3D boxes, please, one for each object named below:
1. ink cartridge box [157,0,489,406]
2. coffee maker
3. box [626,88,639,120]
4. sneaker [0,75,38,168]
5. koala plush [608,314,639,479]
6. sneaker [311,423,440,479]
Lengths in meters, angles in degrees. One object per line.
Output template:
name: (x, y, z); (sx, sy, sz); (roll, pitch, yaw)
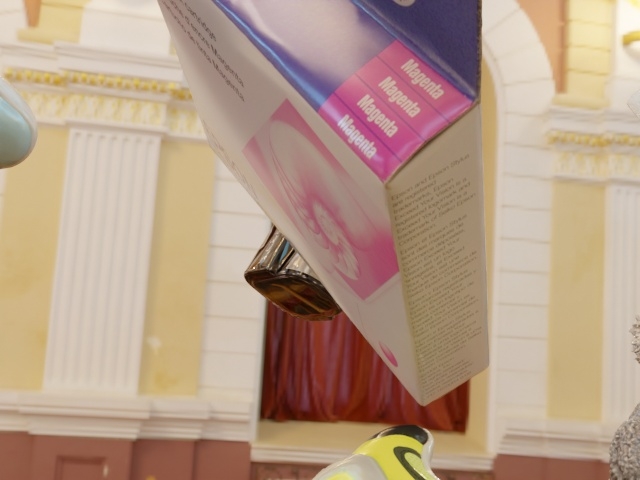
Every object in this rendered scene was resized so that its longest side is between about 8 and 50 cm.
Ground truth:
ink cartridge box: (-0.018, -0.095, 0.551); (0.071, 0.324, 0.330); (-31, -37, -11)
coffee maker: (0.000, 0.000, 1.005); (0.120, 0.178, 0.171); (30, -23, -4)
box: (0.445, -0.138, 0.875); (0.119, 0.182, 0.181); (19, -55, -29)
sneaker: (-0.458, -0.136, 0.867); (0.366, 0.135, 0.150); (20, 27, -35)
koala plush: (0.407, 0.182, 0.929); (0.196, 0.221, 0.203); (11, -17, 11)
sneaker: (0.141, 0.220, 0.436); (0.384, 0.147, 0.145); (28, -32, 23)
